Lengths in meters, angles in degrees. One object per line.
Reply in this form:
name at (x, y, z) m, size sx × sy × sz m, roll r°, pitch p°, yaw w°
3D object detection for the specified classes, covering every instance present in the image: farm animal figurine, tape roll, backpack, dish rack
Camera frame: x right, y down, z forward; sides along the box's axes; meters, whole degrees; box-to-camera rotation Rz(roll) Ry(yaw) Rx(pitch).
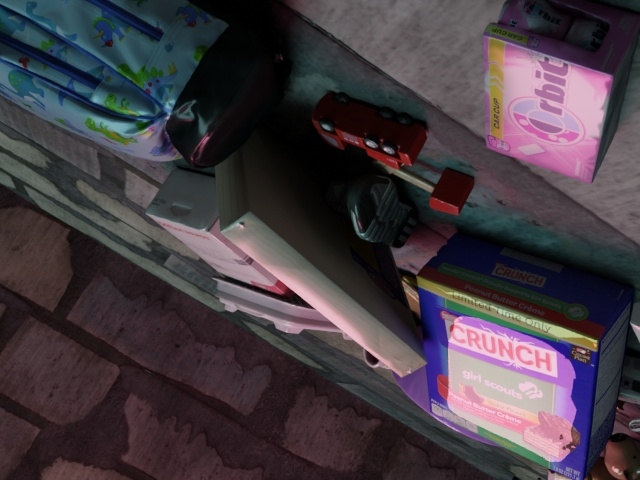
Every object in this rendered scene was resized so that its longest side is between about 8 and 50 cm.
farm animal figurine at (0.485, 0.424, 1.431) m, size 0.172 × 0.330 × 0.326 m, roll 9°, pitch 130°, yaw 37°
tape roll at (0.278, 0.274, 1.561) m, size 0.275 × 0.090 × 0.275 m, roll 25°, pitch -167°, yaw -6°
backpack at (-0.244, -0.222, 0.932) m, size 0.355 × 0.273 × 0.290 m, roll 43°, pitch -179°, yaw -2°
dish rack at (-0.060, 0.156, 1.831) m, size 0.286 × 0.072 × 0.333 m, roll 16°, pitch 180°, yaw 39°

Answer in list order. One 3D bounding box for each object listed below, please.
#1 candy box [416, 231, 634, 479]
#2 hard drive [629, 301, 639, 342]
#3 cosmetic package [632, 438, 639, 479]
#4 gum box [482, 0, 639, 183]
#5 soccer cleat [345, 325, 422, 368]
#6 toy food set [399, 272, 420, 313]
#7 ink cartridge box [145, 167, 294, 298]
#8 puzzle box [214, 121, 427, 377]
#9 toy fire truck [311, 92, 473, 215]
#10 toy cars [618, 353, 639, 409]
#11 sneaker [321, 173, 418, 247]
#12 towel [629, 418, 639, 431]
candy box at (0.292, 0.171, 1.195) m, size 0.268 × 0.122 × 0.317 m, roll 20°, pitch 137°, yaw 32°
hard drive at (0.534, 0.170, 1.042) m, size 0.203 × 0.040 × 0.307 m, roll 3°, pitch 151°, yaw 36°
cosmetic package at (0.616, 0.503, 1.638) m, size 0.099 × 0.239 × 0.060 m, roll 16°, pitch 128°, yaw 36°
gum box at (0.203, -0.133, 0.705) m, size 0.107 × 0.062 × 0.188 m, roll 23°, pitch 163°, yaw 21°
soccer cleat at (0.158, 0.224, 1.736) m, size 0.116 × 0.143 × 0.331 m, roll 14°, pitch 158°, yaw 44°
toy food set at (0.167, 0.094, 1.534) m, size 0.132 × 0.038 × 0.192 m, roll 41°, pitch 167°, yaw -13°
ink cartridge box at (-0.180, -0.012, 1.646) m, size 0.207 × 0.117 × 0.283 m, roll 16°, pitch 160°, yaw 41°
puzzle box at (0.000, 0.000, 1.182) m, size 0.409 × 0.052 × 0.272 m, roll 42°, pitch -158°, yaw -36°
toy fire truck at (0.090, -0.107, 1.012) m, size 0.192 × 0.047 × 0.135 m, roll 23°, pitch 165°, yaw 24°
toy cars at (0.413, 0.209, 1.362) m, size 0.176 × 0.087 × 0.394 m, roll 26°, pitch 165°, yaw -34°
sneaker at (0.046, -0.055, 1.145) m, size 0.132 × 0.086 × 0.229 m, roll 29°, pitch 177°, yaw 24°
towel at (0.576, 0.279, 1.272) m, size 0.152 × 0.023 × 0.113 m, roll -4°, pitch 166°, yaw -5°
